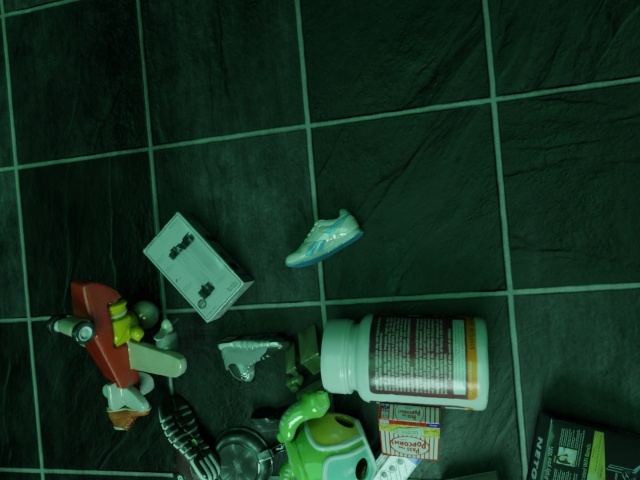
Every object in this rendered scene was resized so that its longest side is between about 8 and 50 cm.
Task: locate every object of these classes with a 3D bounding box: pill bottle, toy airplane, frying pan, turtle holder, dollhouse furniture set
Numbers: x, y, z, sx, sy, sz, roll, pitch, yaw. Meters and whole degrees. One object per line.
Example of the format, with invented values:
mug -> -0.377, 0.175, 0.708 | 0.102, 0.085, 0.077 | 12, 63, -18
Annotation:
pill bottle -> 0.211, 0.297, 1.308 | 0.392, 0.224, 0.224 | 0, 91, 14
toy airplane -> -0.562, 0.296, 1.509 | 0.386, 0.272, 0.384 | 39, 138, 2
frying pan -> -0.174, 0.647, 1.506 | 0.326, 0.053, 0.197 | -2, 92, 17
turtle holder -> 0.010, 0.543, 1.362 | 0.227, 0.243, 0.320 | -22, 80, -1
dollhouse furniture set -> -0.029, 0.354, 1.470 | 0.144, 0.123, 0.151 | -32, 118, 13

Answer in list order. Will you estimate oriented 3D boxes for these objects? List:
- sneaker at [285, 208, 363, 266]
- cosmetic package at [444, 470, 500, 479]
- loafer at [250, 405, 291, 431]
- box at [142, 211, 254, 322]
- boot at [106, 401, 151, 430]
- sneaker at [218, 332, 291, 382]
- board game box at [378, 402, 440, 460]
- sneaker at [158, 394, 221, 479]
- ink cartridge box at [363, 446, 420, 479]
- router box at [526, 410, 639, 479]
sneaker -> 0.000, 0.000, 1.431 | 0.228, 0.087, 0.092 | -30, 77, 6
cosmetic package -> 0.423, 0.770, 1.322 | 0.160, 0.113, 0.310 | -16, 87, 14
loafer -> -0.111, 0.513, 1.484 | 0.170, 0.062, 0.061 | -5, 112, 17
box -> -0.353, 0.073, 1.514 | 0.290, 0.087, 0.169 | 44, 101, 9
boot -> -0.580, 0.538, 1.600 | 0.157, 0.059, 0.085 | -11, 92, 23
sneaker -> -0.179, 0.338, 1.486 | 0.228, 0.086, 0.132 | -7, 94, 24
board game box -> 0.222, 0.476, 1.294 | 0.146, 0.045, 0.194 | 1, 133, 12
sneaker -> -0.419, 0.611, 1.540 | 0.281, 0.106, 0.162 | 52, 123, 22
ink cartridge box -> 0.214, 0.575, 1.404 | 0.097, 0.046, 0.207 | 35, 99, 9
router box -> 0.624, 0.590, 1.240 | 0.242, 0.081, 0.309 | 13, 86, 1
